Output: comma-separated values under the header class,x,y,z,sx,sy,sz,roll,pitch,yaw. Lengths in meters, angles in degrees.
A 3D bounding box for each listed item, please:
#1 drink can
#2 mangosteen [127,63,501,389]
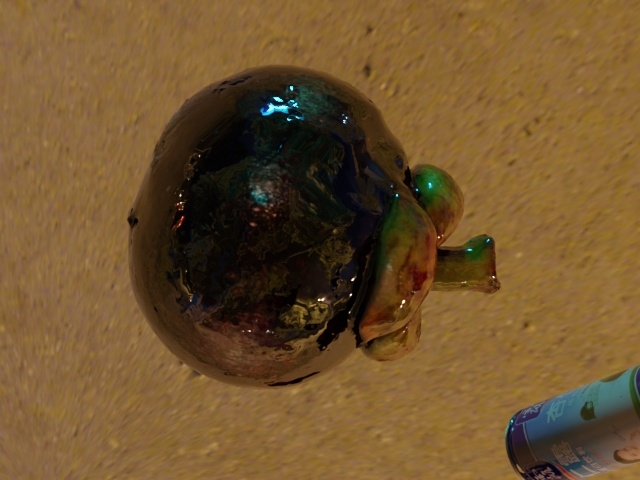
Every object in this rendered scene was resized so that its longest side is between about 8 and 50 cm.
class,x,y,z,sx,sy,sz,roll,pitch,yaw
drink can,0.300,0.187,1.556,0.097,0.235,0.097,14,64,-31
mangosteen,0.000,0.000,0.989,0.250,0.211,0.211,16,78,-7
